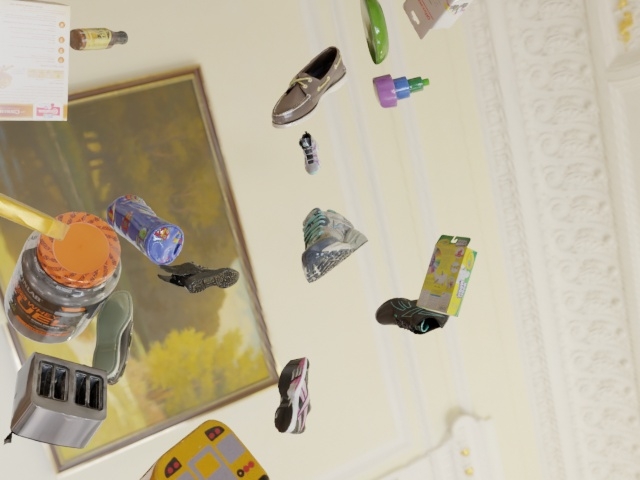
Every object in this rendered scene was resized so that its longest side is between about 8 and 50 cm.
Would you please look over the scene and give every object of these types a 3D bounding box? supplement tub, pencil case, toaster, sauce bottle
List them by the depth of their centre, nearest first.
[{"bbox_3d":[-0.420,-0.385,1.388,0.042,0.128,0.042,10,-69,25],"label":"sauce bottle"},{"bbox_3d":[-0.538,0.332,1.498,0.110,0.168,0.186,-50,-146,26],"label":"toaster"},{"bbox_3d":[-0.566,0.084,1.611,0.338,0.207,0.207,-43,-112,50],"label":"supplement tub"},{"bbox_3d":[-0.498,-0.034,2.081,0.306,0.133,0.119,30,-83,48],"label":"pencil case"}]

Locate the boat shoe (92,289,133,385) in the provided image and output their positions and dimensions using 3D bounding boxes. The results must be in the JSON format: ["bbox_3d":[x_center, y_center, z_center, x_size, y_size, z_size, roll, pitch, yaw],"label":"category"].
[{"bbox_3d":[-0.488,0.229,1.731,0.069,0.081,0.228,79,13,-57],"label":"boat shoe"}]

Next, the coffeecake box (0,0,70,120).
[{"bbox_3d":[-0.480,-0.287,1.157,0.068,0.142,0.186,26,-65,44],"label":"coffeecake box"}]

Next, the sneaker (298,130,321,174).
[{"bbox_3d":[-0.028,-0.193,1.571,0.069,0.038,0.098,56,21,-49],"label":"sneaker"}]

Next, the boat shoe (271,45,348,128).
[{"bbox_3d":[-0.036,-0.426,2.025,0.116,0.324,0.097,18,-41,32],"label":"boat shoe"}]

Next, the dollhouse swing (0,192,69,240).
[{"bbox_3d":[-0.640,-0.008,1.150,0.305,0.315,0.346,46,-18,-31],"label":"dollhouse swing"}]

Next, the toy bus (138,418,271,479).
[{"bbox_3d":[-0.176,0.343,0.876,0.130,0.108,0.333,48,-43,7],"label":"toy bus"}]

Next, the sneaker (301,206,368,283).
[{"bbox_3d":[0.000,0.000,1.477,0.122,0.110,0.283,50,15,4],"label":"sneaker"}]

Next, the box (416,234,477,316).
[{"bbox_3d":[0.290,0.077,1.660,0.105,0.043,0.179,10,-99,55],"label":"box"}]

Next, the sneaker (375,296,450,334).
[{"bbox_3d":[0.283,0.236,2.276,0.267,0.106,0.101,-14,-49,33],"label":"sneaker"}]

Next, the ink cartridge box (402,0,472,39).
[{"bbox_3d":[0.261,-0.525,1.552,0.181,0.061,0.104,-47,-117,52],"label":"ink cartridge box"}]

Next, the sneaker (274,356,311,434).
[{"bbox_3d":[-0.054,0.357,1.665,0.072,0.077,0.178,-5,-118,41],"label":"sneaker"}]

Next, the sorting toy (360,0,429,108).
[{"bbox_3d":[0.138,-0.415,1.311,0.127,0.126,0.366,-104,180,-56],"label":"sorting toy"}]

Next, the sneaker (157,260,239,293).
[{"bbox_3d":[-0.270,0.074,1.630,0.089,0.170,0.051,34,-59,37],"label":"sneaker"}]
